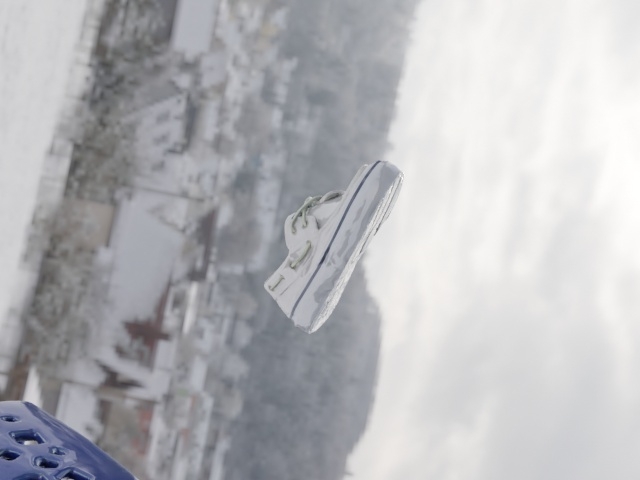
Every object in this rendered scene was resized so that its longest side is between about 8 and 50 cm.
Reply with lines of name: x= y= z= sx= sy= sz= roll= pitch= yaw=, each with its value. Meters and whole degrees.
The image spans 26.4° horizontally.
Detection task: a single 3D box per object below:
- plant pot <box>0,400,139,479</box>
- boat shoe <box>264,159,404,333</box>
plant pot: x=-0.331 y=0.295 z=1.286 sx=0.236 sy=0.212 sz=0.236 roll=24 pitch=-78 yaw=43
boat shoe: x=0.000 y=0.000 z=1.226 sx=0.083 sy=0.075 sz=0.226 roll=-47 pitch=169 yaw=-45
